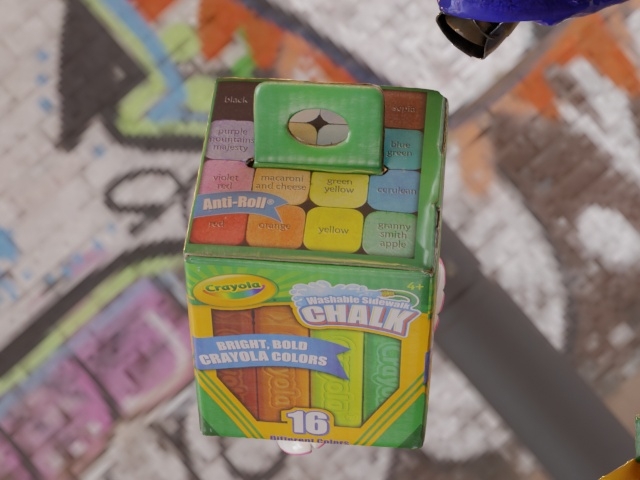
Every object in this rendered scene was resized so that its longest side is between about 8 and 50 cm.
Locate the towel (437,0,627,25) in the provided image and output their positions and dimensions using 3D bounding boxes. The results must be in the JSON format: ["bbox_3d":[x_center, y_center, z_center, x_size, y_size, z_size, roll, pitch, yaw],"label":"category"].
[{"bbox_3d":[0.179,-0.261,0.936,0.227,0.076,0.308,-27,-40,-46],"label":"towel"}]

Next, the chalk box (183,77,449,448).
[{"bbox_3d":[0.000,0.000,1.350,0.289,0.180,0.179,88,-172,-51],"label":"chalk box"}]

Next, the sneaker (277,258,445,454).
[{"bbox_3d":[0.021,0.095,1.842,0.252,0.111,0.103,-47,26,-4],"label":"sneaker"}]

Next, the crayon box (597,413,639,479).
[{"bbox_3d":[0.318,0.335,1.606,0.081,0.319,0.202,-23,35,-32],"label":"crayon box"}]

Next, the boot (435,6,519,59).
[{"bbox_3d":[0.142,-0.184,1.365,0.106,0.082,0.219,-58,-1,6],"label":"boot"}]
